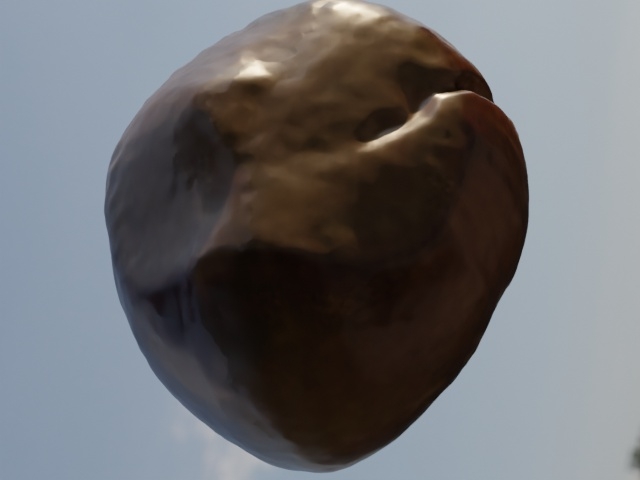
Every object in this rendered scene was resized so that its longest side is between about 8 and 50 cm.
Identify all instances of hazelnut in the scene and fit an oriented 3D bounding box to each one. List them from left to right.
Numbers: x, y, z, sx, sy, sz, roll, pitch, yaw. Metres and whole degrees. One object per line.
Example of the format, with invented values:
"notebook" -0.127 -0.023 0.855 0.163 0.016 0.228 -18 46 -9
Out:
"hazelnut" 0.000 0.000 0.575 0.143 0.143 0.154 76 -160 -54
